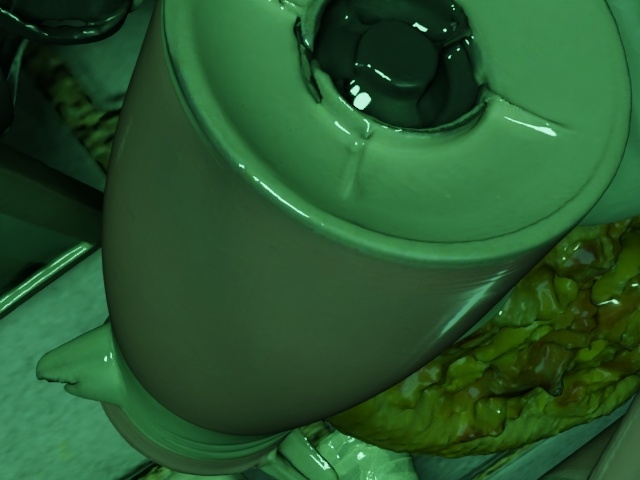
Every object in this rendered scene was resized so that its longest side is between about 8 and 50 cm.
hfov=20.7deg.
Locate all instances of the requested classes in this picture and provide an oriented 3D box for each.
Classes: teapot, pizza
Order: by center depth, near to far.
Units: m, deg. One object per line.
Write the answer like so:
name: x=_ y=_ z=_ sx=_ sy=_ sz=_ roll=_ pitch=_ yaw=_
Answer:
pizza: x=0.083 y=0.048 z=0.892 sx=0.258 sy=0.087 sz=0.268 roll=-19 pitch=147 yaw=-19
teapot: x=0.035 y=0.143 z=0.964 sx=0.067 sy=0.083 sz=0.057 roll=-25 pitch=151 yaw=-21

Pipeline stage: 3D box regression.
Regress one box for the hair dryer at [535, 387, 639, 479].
hair dryer: x=0.187 y=0.106 z=0.883 sx=0.210 sy=0.125 sz=0.352 roll=-30 pitch=154 yaw=-35

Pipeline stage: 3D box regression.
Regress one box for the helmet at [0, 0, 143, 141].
helmet: x=-0.131 y=-0.082 z=0.482 sx=0.177 sy=0.107 sz=0.153 roll=-39 pitch=170 yaw=34

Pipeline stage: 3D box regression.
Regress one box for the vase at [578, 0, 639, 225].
vase: x=0.076 y=-0.111 z=0.640 sx=0.128 sy=0.128 sz=0.248 roll=-34 pitch=139 yaw=-1

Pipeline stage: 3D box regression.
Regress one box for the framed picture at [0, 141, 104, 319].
framed picture: x=-0.185 y=0.043 z=0.562 sx=0.232 sy=0.024 sz=0.315 roll=-36 pitch=175 yaw=1

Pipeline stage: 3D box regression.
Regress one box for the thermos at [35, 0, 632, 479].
thermos: x=0.000 y=0.000 z=0.623 sx=0.176 sy=0.146 sz=0.265 roll=-2 pitch=153 yaw=-19

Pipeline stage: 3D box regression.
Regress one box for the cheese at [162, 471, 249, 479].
cheese: x=-0.043 y=0.282 z=0.880 sx=0.153 sy=0.332 sz=0.292 roll=-24 pitch=173 yaw=-17
